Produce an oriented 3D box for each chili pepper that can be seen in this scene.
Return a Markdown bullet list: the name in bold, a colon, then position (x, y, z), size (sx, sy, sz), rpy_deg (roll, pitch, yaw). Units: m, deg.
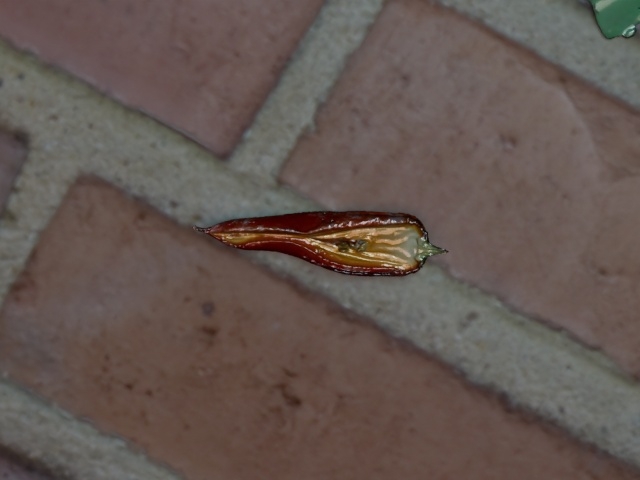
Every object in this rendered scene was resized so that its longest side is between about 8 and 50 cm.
- **chili pepper**: position (0.000, 0.000, 1.390), size (0.178, 0.027, 0.045), rpy_deg (2, 104, 1)

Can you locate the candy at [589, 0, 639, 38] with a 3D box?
- **candy**: position (0.219, -0.332, 1.228), size (0.263, 0.172, 0.398), rpy_deg (-20, 126, 19)
